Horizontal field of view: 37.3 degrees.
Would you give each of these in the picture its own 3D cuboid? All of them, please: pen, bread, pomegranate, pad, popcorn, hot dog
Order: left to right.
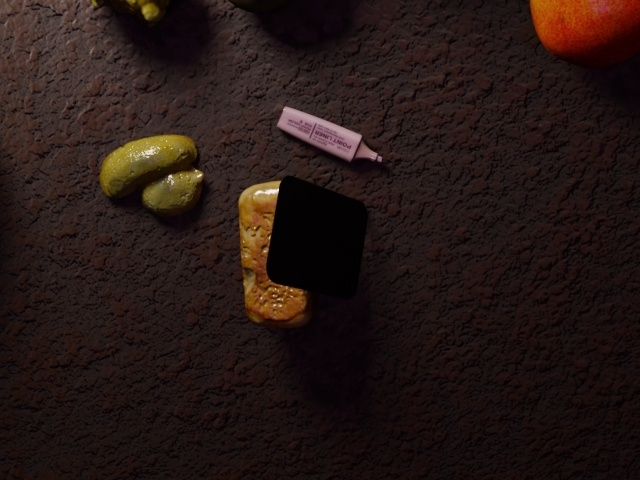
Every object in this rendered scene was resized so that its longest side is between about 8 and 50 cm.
[{"bbox_3d":[-0.323,-0.443,1.563,0.198,0.197,0.155,33,101,-5],"label":"popcorn"},{"bbox_3d":[-0.302,-0.105,1.688,0.188,0.065,0.149,-13,106,2],"label":"bread"},{"bbox_3d":[-0.068,0.018,1.658,0.150,0.153,0.256,-1,101,7],"label":"hot dog"},{"bbox_3d":[0.000,0.000,1.608,0.004,0.267,0.181,5,82,36],"label":"pad"},{"bbox_3d":[0.020,-0.180,1.680,0.197,0.032,0.053,22,101,-2],"label":"pen"},{"bbox_3d":[0.445,-0.409,1.539,0.221,0.221,0.256,-24,92,6],"label":"pomegranate"}]

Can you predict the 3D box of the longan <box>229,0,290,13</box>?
[{"bbox_3d":[-0.093,-0.466,1.558,0.167,0.167,0.187,24,111,-3],"label":"longan"}]
